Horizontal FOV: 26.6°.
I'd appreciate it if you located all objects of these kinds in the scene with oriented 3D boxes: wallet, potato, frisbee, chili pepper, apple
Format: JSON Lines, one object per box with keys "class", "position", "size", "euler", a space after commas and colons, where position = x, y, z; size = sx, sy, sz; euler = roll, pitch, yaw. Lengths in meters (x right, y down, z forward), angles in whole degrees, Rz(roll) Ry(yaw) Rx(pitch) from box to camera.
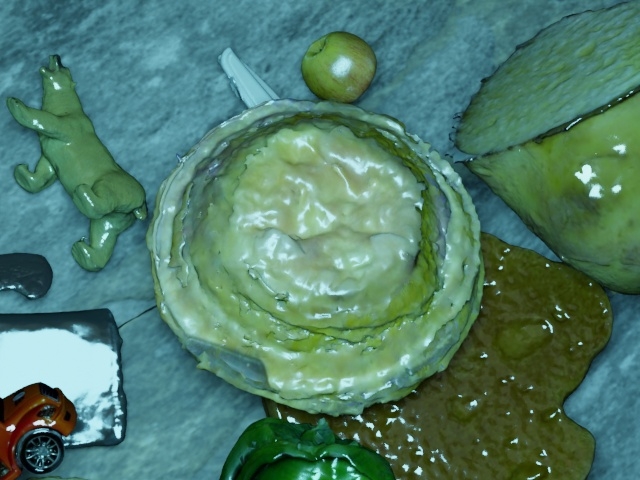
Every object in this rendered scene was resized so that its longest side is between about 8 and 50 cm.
{"class": "wallet", "position": [-0.339, 0.144, 1.355], "size": [0.285, 0.030, 0.146], "euler": [-2, 75, -15]}
{"class": "potato", "position": [0.310, -0.080, 1.429], "size": [0.237, 0.301, 0.289], "euler": [52, 48, -22]}
{"class": "frisbee", "position": [-0.393, 0.035, 1.367], "size": [0.211, 0.012, 0.187], "euler": [29, 55, 4]}
{"class": "chili pepper", "position": [-0.033, 0.353, 1.268], "size": [0.213, 0.167, 0.385], "euler": [11, 90, 5]}
{"class": "apple", "position": [0.019, -0.190, 1.487], "size": [0.071, 0.084, 0.084], "euler": [33, 70, -23]}

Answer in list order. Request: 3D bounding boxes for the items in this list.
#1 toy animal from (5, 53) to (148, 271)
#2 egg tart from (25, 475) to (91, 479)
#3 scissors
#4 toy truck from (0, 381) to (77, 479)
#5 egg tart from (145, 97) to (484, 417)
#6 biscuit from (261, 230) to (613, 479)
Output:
{"class": "toy animal", "position": [-0.256, -0.087, 1.423], "size": [0.101, 0.103, 0.219], "euler": [-32, 78, -35]}
{"class": "egg tart", "position": [-0.254, 0.366, 1.274], "size": [0.290, 0.107, 0.291], "euler": [2, 73, -7]}
{"class": "scissors", "position": [-0.030, -0.114, 1.485], "size": [0.118, 0.030, 0.242], "euler": [-37, 84, -17]}
{"class": "toy truck", "position": [-0.352, 0.214, 1.270], "size": [0.252, 0.107, 0.114], "euler": [-40, 106, -5]}
{"class": "egg tart", "position": [0.000, 0.000, 1.342], "size": [0.352, 0.150, 0.352], "euler": [2, 68, -5]}
{"class": "biscuit", "position": [0.131, 0.138, 1.413], "size": [0.381, 0.074, 0.359], "euler": [-18, 77, -14]}
